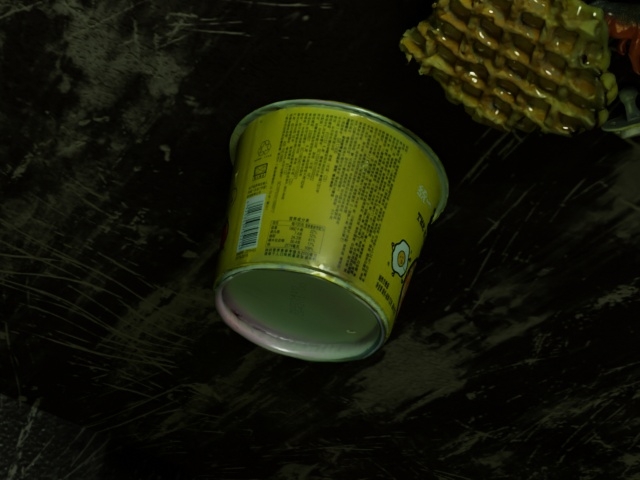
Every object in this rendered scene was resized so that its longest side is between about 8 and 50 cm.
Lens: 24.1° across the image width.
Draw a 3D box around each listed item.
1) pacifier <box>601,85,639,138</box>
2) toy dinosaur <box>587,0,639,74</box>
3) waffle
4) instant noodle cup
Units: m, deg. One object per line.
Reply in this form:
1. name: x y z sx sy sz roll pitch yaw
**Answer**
1. pacifier: 0.385 -0.161 1.849 0.083 0.068 0.064 -12 108 10
2. toy dinosaur: 0.361 -0.240 1.718 0.279 0.055 0.101 10 143 8
3. waffle: 0.211 -0.233 1.747 0.281 0.058 0.301 15 146 30
4. instant noodle cup: 0.000 0.000 2.066 0.325 0.254 0.326 10 148 7
